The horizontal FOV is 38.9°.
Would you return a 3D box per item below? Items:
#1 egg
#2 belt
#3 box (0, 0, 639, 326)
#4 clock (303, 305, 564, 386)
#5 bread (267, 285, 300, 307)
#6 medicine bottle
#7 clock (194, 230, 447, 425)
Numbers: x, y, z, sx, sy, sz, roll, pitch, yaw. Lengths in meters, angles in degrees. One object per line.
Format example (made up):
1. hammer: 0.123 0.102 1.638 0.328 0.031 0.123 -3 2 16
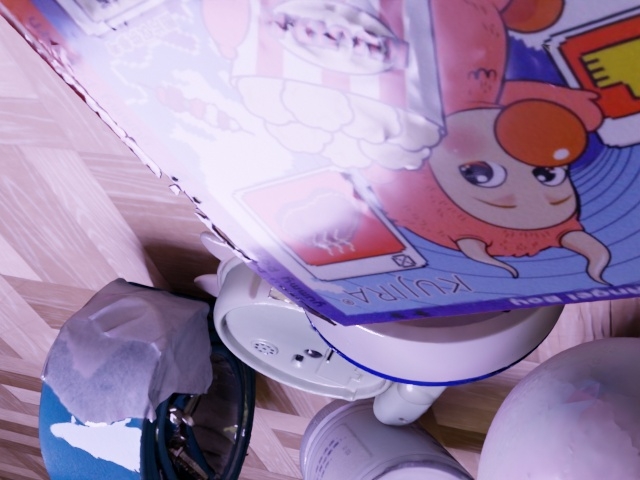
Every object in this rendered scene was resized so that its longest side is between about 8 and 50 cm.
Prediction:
1. egg: 0.313 0.254 0.895 0.354 0.355 0.340 -4 137 36
2. belt: -0.215 0.228 1.220 0.173 0.300 0.437 13 151 12
3. box: 0.089 -0.146 0.455 0.348 0.257 0.318 -9 134 41
4. clock: 0.089 0.000 0.735 0.230 0.230 0.083 12 149 15
5. bread: 0.000 0.000 0.908 0.068 0.028 0.154 19 109 5
6. medicine bottle: 0.083 0.325 1.180 0.190 0.190 0.332 27 180 -11
7. clock: 0.000 0.092 1.061 0.324 0.109 0.265 21 150 1
